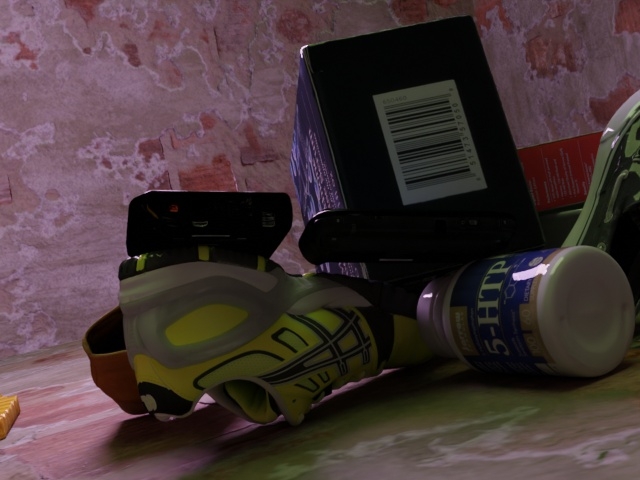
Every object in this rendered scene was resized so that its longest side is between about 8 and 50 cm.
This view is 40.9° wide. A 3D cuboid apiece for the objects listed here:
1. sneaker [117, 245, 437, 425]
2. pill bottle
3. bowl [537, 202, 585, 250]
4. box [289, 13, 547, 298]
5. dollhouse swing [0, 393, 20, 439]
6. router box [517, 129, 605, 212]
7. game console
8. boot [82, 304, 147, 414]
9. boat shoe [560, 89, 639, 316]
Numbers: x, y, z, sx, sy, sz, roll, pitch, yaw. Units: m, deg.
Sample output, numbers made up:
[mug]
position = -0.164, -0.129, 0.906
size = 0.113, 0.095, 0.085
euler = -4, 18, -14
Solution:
[sneaker]
position = -0.029, 0.107, 0.837
size = 0.385, 0.147, 0.145
euler = 11, -18, -40
[pill bottle]
position = 0.178, 0.068, 0.788
size = 0.112, 0.112, 0.187
euler = -13, 0, -33
[bowl]
position = 0.390, 0.007, 1.129
size = 0.298, 0.134, 0.298
euler = -11, 1, 0
[box]
position = 0.098, -0.056, 1.126
size = 0.212, 0.293, 0.395
euler = -13, -15, -7
[dollhouse swing]
position = -0.589, 0.131, 1.105
size = 0.315, 0.304, 0.347
euler = -12, 0, -15
[router box]
position = 0.354, -0.096, 1.185
size = 0.301, 0.082, 0.335
euler = -12, 1, -5
[game console]
position = 0.000, 0.000, 0.818
size = 0.362, 0.043, 0.213
euler = 1, -13, -13
[boot]
position = -0.109, 0.097, 0.953
size = 0.295, 0.104, 0.211
euler = -23, -23, -18
[boat shoe]
position = 0.328, -0.032, 0.880
size = 0.108, 0.301, 0.102
euler = 34, -10, -20
